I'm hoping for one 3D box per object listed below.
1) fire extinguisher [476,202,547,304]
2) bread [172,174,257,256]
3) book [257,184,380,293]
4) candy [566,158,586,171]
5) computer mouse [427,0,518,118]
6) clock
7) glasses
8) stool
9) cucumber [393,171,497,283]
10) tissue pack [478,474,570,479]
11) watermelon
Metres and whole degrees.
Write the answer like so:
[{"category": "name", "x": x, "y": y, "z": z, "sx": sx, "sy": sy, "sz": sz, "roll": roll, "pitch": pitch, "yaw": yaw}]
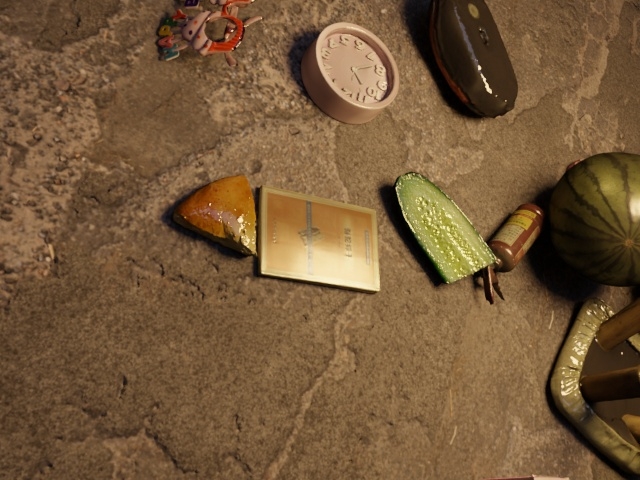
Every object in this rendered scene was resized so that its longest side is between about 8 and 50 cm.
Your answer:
[{"category": "fire extinguisher", "x": 0.401, "y": 0.029, "z": 1.352, "sx": 0.106, "sy": 0.075, "sz": 0.252, "roll": 44, "pitch": 55, "yaw": 4}, {"category": "bread", "x": -0.153, "y": -0.058, "z": 1.087, "sx": 0.154, "sy": 0.054, "sz": 0.136, "roll": 31, "pitch": 56, "yaw": -19}, {"category": "book", "x": 0.000, "y": 0.000, "z": 1.171, "sx": 0.241, "sy": 0.018, "sz": 0.170, "roll": 10, "pitch": 66, "yaw": -26}, {"category": "candy", "x": 0.654, "y": -0.152, "z": 1.591, "sx": 0.103, "sy": 0.043, "sz": 0.103, "roll": 11, "pitch": 66, "yaw": -26}, {"category": "computer mouse", "x": 0.339, "y": -0.426, "z": 1.474, "sx": 0.182, "sy": 0.116, "sz": 0.324, "roll": -22, "pitch": 91, "yaw": -37}, {"category": "clock", "x": 0.061, "y": -0.338, "z": 1.308, "sx": 0.196, "sy": 0.068, "sz": 0.197, "roll": 11, "pitch": 67, "yaw": -26}, {"category": "glasses", "x": -0.199, "y": -0.413, "z": 1.197, "sx": 0.162, "sy": 0.095, "sz": 0.256, "roll": 14, "pitch": 63, "yaw": 6}, {"category": "stool", "x": 0.675, "y": 0.284, "z": 1.325, "sx": 0.310, "sy": 0.226, "sz": 0.310, "roll": 41, "pitch": 58, "yaw": -11}, {"category": "cucumber", "x": 0.230, "y": -0.031, "z": 1.283, "sx": 0.115, "sy": 0.063, "sz": 0.244, "roll": -33, "pitch": 92, "yaw": -3}, {"category": "tissue pack", "x": 0.349, "y": 0.531, "z": 1.088, "sx": 0.092, "sy": 0.148, "sz": 0.247, "roll": 14, "pitch": 63, "yaw": -24}, {"category": "watermelon", "x": 0.631, "y": -0.050, "z": 1.388, "sx": 0.279, "sy": 0.279, "sz": 0.359, "roll": 43, "pitch": 24, "yaw": -8}]
